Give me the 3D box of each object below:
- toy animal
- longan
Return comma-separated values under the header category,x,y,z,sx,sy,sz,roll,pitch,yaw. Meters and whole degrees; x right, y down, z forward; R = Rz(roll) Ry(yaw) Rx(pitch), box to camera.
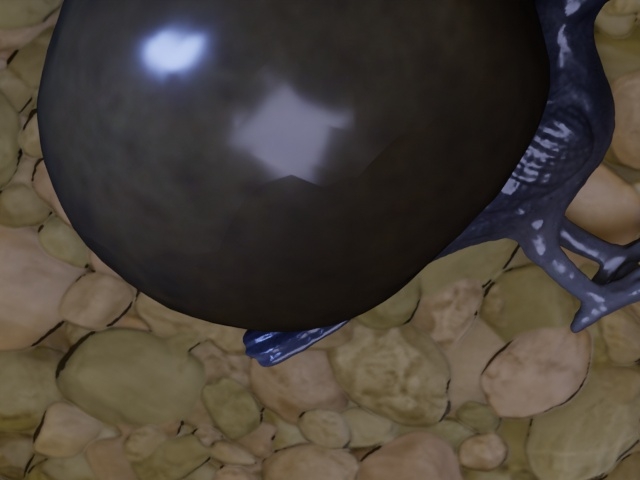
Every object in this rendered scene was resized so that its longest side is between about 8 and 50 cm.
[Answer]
category,x,y,z,sx,sy,sz,roll,pitch,yaw
toy animal,0.130,-0.024,1.250,0.206,0.081,0.367,32,106,-12
longan,-0.017,-0.095,1.105,0.297,0.297,0.297,-1,116,-2
